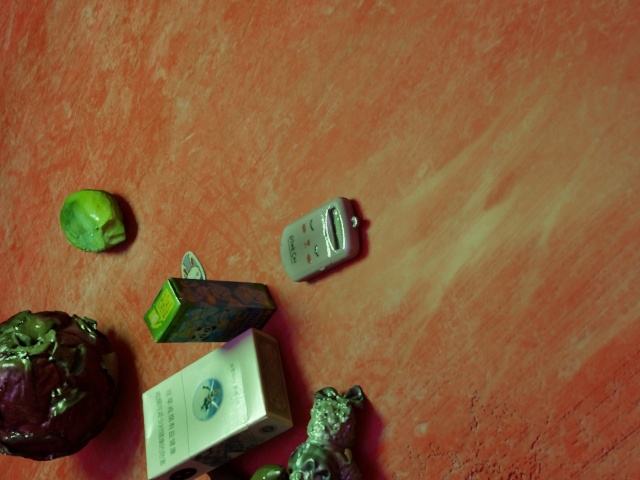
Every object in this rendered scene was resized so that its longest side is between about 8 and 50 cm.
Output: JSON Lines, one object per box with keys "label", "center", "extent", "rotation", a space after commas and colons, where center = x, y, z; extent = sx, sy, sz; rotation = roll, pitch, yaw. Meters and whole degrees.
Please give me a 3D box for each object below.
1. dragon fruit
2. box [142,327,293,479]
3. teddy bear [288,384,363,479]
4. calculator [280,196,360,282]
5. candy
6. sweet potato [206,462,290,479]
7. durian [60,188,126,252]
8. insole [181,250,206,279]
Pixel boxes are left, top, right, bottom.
{"label": "dragon fruit", "center": [-0.560, 0.290, 1.770], "extent": [0.329, 0.329, 0.329], "rotation": [-8, 79, 48]}
{"label": "box", "center": [-0.173, 0.274, 1.429], "extent": [0.257, 0.069, 0.164], "rotation": [-32, 49, 23]}
{"label": "teddy bear", "center": [0.001, 0.316, 1.267], "extent": [0.133, 0.111, 0.213], "rotation": [0, 87, 45]}
{"label": "calculator", "center": [0.000, 0.000, 1.366], "extent": [0.175, 0.032, 0.100], "rotation": [-28, 64, 43]}
{"label": "candy", "center": [-0.178, 0.115, 1.429], "extent": [0.097, 0.195, 0.062], "rotation": [-54, 50, 29]}
{"label": "sweet potato", "center": [-0.116, 0.400, 1.411], "extent": [0.346, 0.079, 0.108], "rotation": [-16, 81, 60]}
{"label": "durian", "center": [-0.495, -0.042, 1.879], "extent": [0.250, 0.101, 0.139], "rotation": [8, 92, 49]}
{"label": "insole", "center": [-0.222, 0.100, 1.625], "extent": [0.065, 0.004, 0.197], "rotation": [-51, 50, 31]}
